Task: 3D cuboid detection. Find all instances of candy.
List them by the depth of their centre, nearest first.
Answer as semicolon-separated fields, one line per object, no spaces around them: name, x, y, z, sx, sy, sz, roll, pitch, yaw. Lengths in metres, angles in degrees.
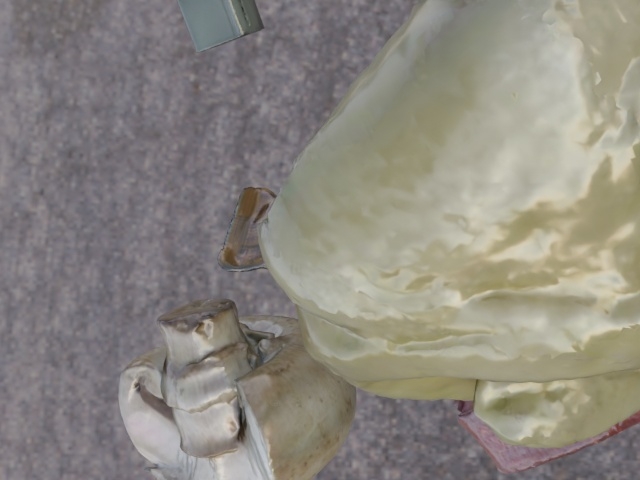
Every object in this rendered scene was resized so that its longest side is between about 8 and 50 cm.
candy;0.000;0.000;1.610;0.101;0.271;0.143;92;-173;-57

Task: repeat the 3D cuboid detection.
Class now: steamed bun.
steamed bun;0.153;-0.058;0.623;0.230;0.372;0.325;37;137;12

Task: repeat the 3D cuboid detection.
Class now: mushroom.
mushroom;-0.072;0.141;1.149;0.253;0.189;0.195;-2;107;43

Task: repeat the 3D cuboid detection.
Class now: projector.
projector;-0.129;-0.296;1.488;0.083;0.083;0.082;-16;101;22

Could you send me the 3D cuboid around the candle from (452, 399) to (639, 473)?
candle;0.278;0.128;1.168;0.131;0.287;0.317;53;173;0
